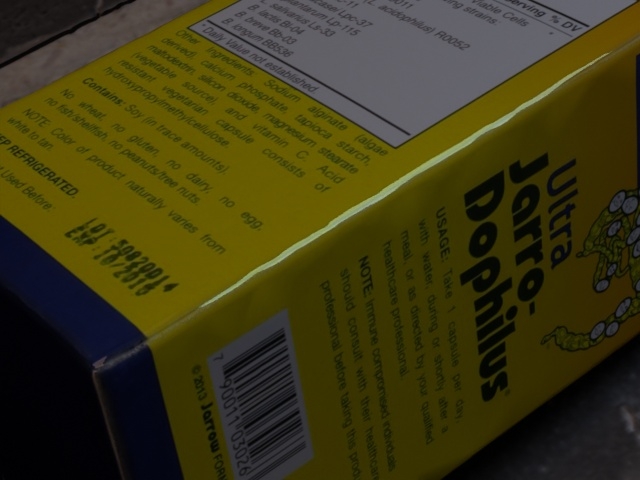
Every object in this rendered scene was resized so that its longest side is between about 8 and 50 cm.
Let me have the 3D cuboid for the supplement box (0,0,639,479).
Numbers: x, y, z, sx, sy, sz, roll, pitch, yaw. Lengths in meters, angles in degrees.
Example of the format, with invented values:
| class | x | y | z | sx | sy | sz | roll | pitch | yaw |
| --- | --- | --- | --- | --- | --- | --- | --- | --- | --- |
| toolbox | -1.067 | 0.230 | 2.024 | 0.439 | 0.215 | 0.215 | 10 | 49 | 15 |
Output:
| class | x | y | z | sx | sy | sz | roll | pitch | yaw |
| --- | --- | --- | --- | --- | --- | --- | --- | --- | --- |
| supplement box | 0.000 | 0.000 | 0.830 | 0.356 | 0.195 | 0.194 | -32 | 44 | -26 |
